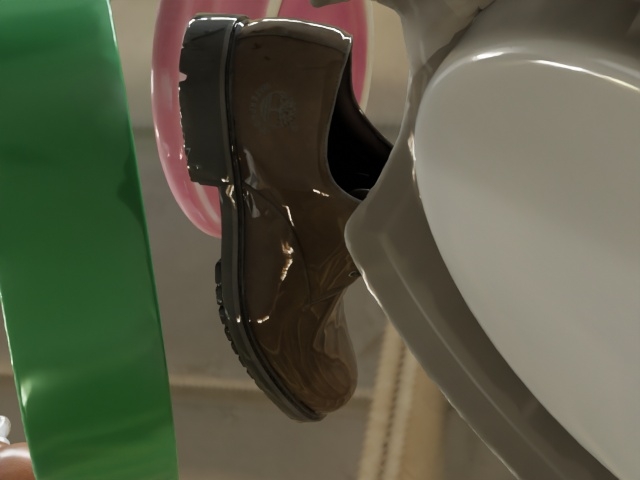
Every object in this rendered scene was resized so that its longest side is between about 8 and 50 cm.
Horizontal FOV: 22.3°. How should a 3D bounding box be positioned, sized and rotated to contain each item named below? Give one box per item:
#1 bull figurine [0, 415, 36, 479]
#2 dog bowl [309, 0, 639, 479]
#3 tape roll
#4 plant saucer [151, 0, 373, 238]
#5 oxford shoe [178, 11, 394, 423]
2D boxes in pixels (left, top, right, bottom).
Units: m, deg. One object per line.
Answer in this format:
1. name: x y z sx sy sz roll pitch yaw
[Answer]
1. bull figurine: -0.300 0.239 1.412 0.310 0.101 0.188 -24 -164 -23
2. dog bowl: 0.147 0.012 0.569 0.102 0.348 0.349 -42 -127 -21
3. tape roll: -0.141 -0.009 0.918 0.077 0.321 0.321 -9 -122 -9
4. plant saucer: -0.036 -0.161 1.462 0.084 0.332 0.332 8 -112 23
5. oxford shoe: 0.000 0.000 0.767 0.096 0.227 0.083 1 -141 14
